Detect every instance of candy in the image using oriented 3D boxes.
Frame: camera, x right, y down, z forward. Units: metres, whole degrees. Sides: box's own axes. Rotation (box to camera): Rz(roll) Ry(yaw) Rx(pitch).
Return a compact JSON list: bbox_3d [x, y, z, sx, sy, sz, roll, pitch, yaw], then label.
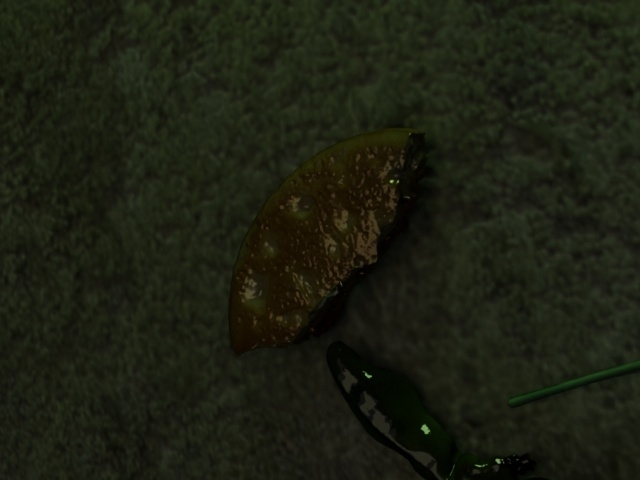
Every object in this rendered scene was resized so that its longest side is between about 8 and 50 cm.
[{"bbox_3d":[0.218,0.097,1.057,0.202,0.061,0.061,-24,76,40],"label":"candy"}]

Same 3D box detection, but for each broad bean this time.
[{"bbox_3d":[0.077,0.150,1.147,0.195,0.046,0.061,29,94,26],"label":"broad bean"}]

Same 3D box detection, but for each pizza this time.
[{"bbox_3d":[0.002,0.001,1.193,0.127,0.058,0.246,39,108,30],"label":"pizza"}]

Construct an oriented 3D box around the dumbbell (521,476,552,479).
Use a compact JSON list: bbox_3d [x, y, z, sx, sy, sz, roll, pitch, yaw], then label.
[{"bbox_3d":[0.233,0.196,0.957,0.388,0.185,0.185,-39,69,27],"label":"dumbbell"}]
